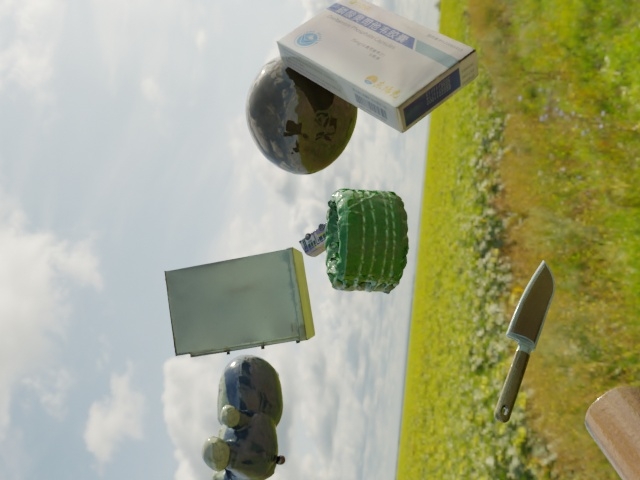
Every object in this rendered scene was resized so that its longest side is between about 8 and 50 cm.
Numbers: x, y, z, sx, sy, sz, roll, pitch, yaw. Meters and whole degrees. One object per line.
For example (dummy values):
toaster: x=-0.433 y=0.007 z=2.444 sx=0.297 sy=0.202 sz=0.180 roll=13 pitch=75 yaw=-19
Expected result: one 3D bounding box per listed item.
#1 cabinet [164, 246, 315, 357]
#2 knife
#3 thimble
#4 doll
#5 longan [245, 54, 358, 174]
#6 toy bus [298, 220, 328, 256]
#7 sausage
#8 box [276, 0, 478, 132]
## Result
cabinet: x=-0.126 y=0.105 z=1.130 sx=0.145 sy=0.205 sz=0.150 roll=44 pitch=-144 yaw=-84
knife: x=0.387 y=0.182 z=1.326 sx=0.343 sy=0.061 sz=0.027 roll=-61 pitch=-6 yaw=-25
thimble: x=0.053 y=-0.001 z=0.834 sx=0.118 sy=0.090 sz=0.130 roll=110 pitch=162 yaw=-63
doll: x=-0.149 y=0.350 z=1.372 sx=0.228 sy=0.153 sz=0.259 roll=82 pitch=180 yaw=-48
longan: x=-0.043 y=-0.277 z=1.496 sx=0.258 sy=0.257 sz=0.258 roll=5 pitch=-90 yaw=-83
toy bus: x=0.000 y=0.000 z=1.795 sx=0.052 sy=0.102 sz=0.058 roll=17 pitch=-136 yaw=-53
sausage: x=0.549 y=0.368 z=1.132 sx=0.253 sy=0.123 sz=0.123 roll=-115 pitch=21 yaw=-53
box: x=0.098 y=-0.341 z=1.295 sx=0.200 sy=0.343 sz=0.065 roll=-37 pitch=-39 yaw=-17
